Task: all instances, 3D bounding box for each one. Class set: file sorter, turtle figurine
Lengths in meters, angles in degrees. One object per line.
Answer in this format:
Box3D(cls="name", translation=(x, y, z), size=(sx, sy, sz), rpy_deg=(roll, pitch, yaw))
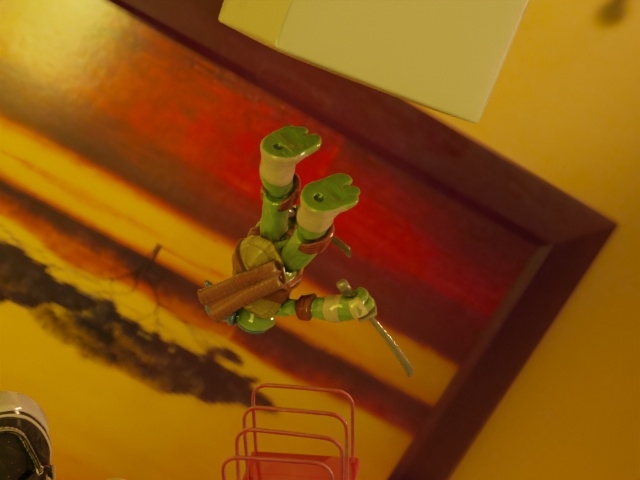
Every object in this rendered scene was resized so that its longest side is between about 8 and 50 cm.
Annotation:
Box3D(cls="file sorter", translation=(-0.055, 0.396, 1.868), size=(0.202, 0.182, 0.291), rpy_deg=(2, -152, 10))
Box3D(cls="turtle figurine", translation=(0.000, 0.000, 1.320), size=(0.274, 0.266, 0.198), rpy_deg=(8, -134, -6))

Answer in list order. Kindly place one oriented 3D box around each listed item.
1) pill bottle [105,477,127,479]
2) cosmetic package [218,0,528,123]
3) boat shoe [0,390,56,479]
Box3D(cls="pill bottle", translation=(-0.253, 0.328, 1.365), size=(0.065, 0.065, 0.116), rpy_deg=(31, 162, 3))
Box3D(cls="cosmetic package", translation=(0.044, -0.230, 1.107), size=(0.224, 0.138, 0.224), rpy_deg=(17, -171, -23))
Box3D(cls="boat shoe", translation=(-0.371, 0.305, 1.325), size=(0.113, 0.306, 0.105), rpy_deg=(-9, -134, -23))
